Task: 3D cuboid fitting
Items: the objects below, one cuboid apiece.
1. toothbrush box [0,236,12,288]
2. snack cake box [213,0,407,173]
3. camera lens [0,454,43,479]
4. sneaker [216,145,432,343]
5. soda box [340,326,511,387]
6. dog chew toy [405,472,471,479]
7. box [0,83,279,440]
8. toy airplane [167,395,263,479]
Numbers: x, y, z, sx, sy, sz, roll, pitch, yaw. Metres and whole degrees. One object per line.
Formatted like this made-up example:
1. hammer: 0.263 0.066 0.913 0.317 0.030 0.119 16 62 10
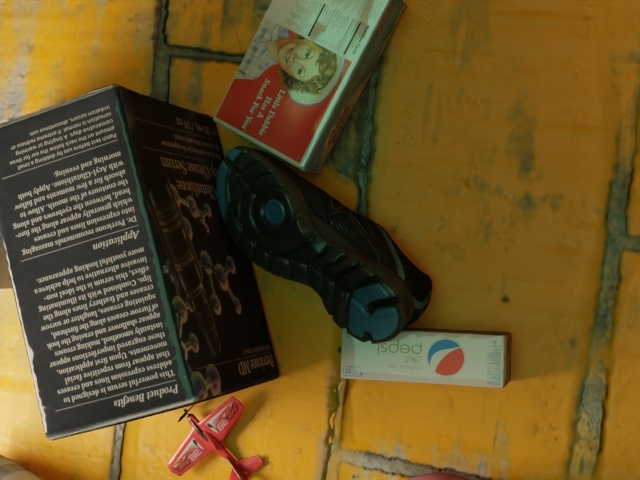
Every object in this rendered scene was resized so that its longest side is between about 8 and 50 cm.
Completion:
1. toothbrush box: -0.479 -0.050 1.461 0.126 0.295 0.216 25 95 15
2. snack cake box: -0.014 -0.241 1.429 0.152 0.089 0.264 30 98 14
3. camera lens: -0.446 0.436 1.479 0.274 0.219 0.219 28 97 15
4. sneaker: 0.000 0.000 1.402 0.341 0.140 0.125 44 121 16
5. soda box: 0.138 0.151 1.382 0.216 0.074 0.069 2 89 17
6. dog chew toy: 0.221 0.421 1.293 0.332 0.206 0.206 21 95 9
7. box: -0.241 0.030 1.386 0.212 0.293 0.395 -16 85 16
8. toy airplane: -0.142 0.292 1.488 0.151 0.028 0.151 0 90 18
